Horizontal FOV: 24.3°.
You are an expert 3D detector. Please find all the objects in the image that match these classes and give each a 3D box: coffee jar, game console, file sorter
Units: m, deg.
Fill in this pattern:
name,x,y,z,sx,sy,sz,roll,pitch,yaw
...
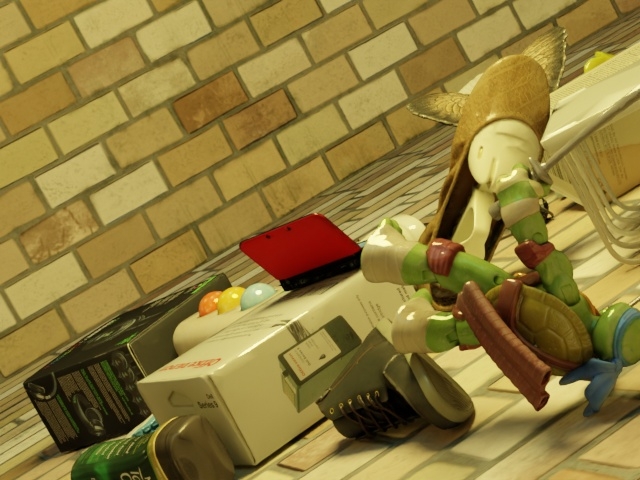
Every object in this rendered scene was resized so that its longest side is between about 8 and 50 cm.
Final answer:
name,x,y,z,sx,sy,sz,roll,pitch,yaw
coffee jar,-0.182,0.253,1.619,0.184,0.096,0.079,-24,12,38
game console,0.000,0.000,1.769,0.144,0.085,0.124,-20,9,42
file sorter,0.383,-0.108,1.691,0.193,0.173,0.277,-27,7,17

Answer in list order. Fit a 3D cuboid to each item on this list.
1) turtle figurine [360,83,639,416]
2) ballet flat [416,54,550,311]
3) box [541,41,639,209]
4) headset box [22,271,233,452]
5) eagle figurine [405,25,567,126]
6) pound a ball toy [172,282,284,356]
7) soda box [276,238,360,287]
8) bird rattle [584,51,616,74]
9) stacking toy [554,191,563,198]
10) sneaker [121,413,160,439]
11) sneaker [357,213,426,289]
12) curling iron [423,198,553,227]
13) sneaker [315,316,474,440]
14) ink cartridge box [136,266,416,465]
name,x,y,z,sx,sy,sz,roll,pitch,yaw
turtle figurine,0.192,0.024,1.316,0.266,0.274,0.198,3,-16,36
ballet flat,0.196,-0.054,1.800,0.124,0.116,0.342,-88,18,-61
box,0.444,-0.181,2.030,0.311,0.121,0.148,-29,29,-13
headset box,-0.263,0.184,2.256,0.283,0.131,0.246,-21,11,41
eagle figurine,0.268,-0.197,2.201,0.225,0.298,0.226,15,72,23
pound a ball toy,-0.074,0.108,2.063,0.208,0.135,0.319,-32,9,-24
soda box,0.003,0.061,2.415,0.169,0.053,0.060,-33,8,-37
bird rattle,0.514,-0.227,2.259,0.253,0.143,0.207,-5,15,44
stacking toy,0.356,-0.093,2.206,0.167,0.052,0.221,-28,9,20
sneaker,-0.211,0.250,1.871,0.191,0.071,0.083,-34,3,-39
sneaker,0.070,0.053,2.082,0.123,0.106,0.290,-35,-2,-26
curling iron,0.197,-0.027,2.109,0.274,0.068,0.035,-10,49,26
sneaker,0.071,0.163,1.454,0.118,0.083,0.222,-49,16,2
ink cartridge box,-0.042,0.142,1.751,0.289,0.121,0.211,-32,8,-29
